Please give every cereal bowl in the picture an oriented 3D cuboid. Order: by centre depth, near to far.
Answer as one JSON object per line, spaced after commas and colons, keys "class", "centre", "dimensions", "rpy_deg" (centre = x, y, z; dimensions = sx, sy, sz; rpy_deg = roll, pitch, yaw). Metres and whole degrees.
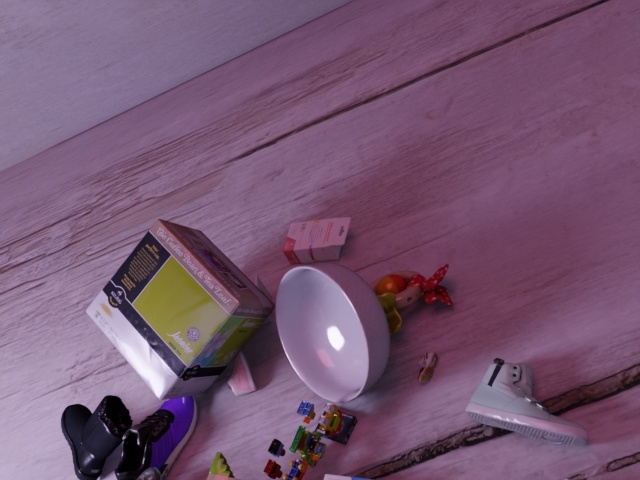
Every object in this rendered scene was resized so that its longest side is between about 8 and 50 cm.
{"class": "cereal bowl", "centre": [0.045, 0.203, 1.655], "dimensions": [0.141, 0.339, 0.339], "rpy_deg": [-18, 31, -37]}

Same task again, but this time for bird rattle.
{"class": "bird rattle", "centre": [0.202, 0.125, 1.766], "dimensions": [0.253, 0.143, 0.207], "rpy_deg": [-35, 25, -11]}

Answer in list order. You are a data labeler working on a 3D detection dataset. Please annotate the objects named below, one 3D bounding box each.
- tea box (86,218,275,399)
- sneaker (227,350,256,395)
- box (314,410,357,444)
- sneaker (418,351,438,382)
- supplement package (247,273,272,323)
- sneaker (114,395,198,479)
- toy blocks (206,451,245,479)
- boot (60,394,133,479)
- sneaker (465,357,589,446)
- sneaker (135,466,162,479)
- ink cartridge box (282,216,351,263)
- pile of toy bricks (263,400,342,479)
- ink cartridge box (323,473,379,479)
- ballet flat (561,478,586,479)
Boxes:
{"class": "tea box", "centre": [-0.359, 0.177, 1.800], "dimensions": [0.329, 0.220, 0.323], "rpy_deg": [44, 99, 21]}
{"class": "sneaker", "centre": [-0.217, 0.350, 1.823], "dimensions": [0.070, 0.051, 0.134], "rpy_deg": [-24, 46, -2]}
{"class": "box", "centre": [0.036, 0.434, 1.625], "dimensions": [0.083, 0.018, 0.067], "rpy_deg": [8, 53, 34]}
{"class": "sneaker", "centre": [0.247, 0.300, 1.637], "dimensions": [0.037, 0.032, 0.083], "rpy_deg": [-4, 41, 45]}
{"class": "supplement package", "centre": [-0.238, 0.187, 1.956], "dimensions": [0.179, 0.105, 0.105], "rpy_deg": [-19, 43, 11]}
{"class": "sneaker", "centre": [-0.413, 0.484, 1.728], "dimensions": [0.102, 0.146, 0.293], "rpy_deg": [1, 50, 30]}
{"class": "toy blocks", "centre": [-0.147, 0.653, 1.419], "dimensions": [0.261, 0.190, 0.381], "rpy_deg": [5, 52, 18]}
{"class": "boot", "centre": [-0.580, 0.471, 1.810], "dimensions": [0.207, 0.094, 0.246], "rpy_deg": [-54, 44, 20]}
{"class": "sneaker", "centre": [0.442, 0.327, 1.443], "dimensions": [0.256, 0.094, 0.151], "rpy_deg": [10, 60, 38]}
{"class": "sneaker", "centre": [-0.435, 0.596, 1.603], "dimensions": [0.065, 0.076, 0.166], "rpy_deg": [37, 84, 22]}
{"class": "ink cartridge box", "centre": [0.000, 0.000, 2.037], "dimensions": [0.198, 0.067, 0.115], "rpy_deg": [-6, 47, 26]}
{"class": "pile of toy bricks", "centre": [-0.031, 0.469, 1.561], "dimensions": [0.118, 0.105, 0.212], "rpy_deg": [6, 55, 36]}
{"class": "ink cartridge box", "centre": [0.052, 0.603, 1.404], "dimensions": [0.134, 0.078, 0.231], "rpy_deg": [-3, 48, 26]}
{"class": "ballet flat", "centre": [0.432, 0.495, 1.287], "dimensions": [0.280, 0.096, 0.095], "rpy_deg": [-16, 43, 14]}
